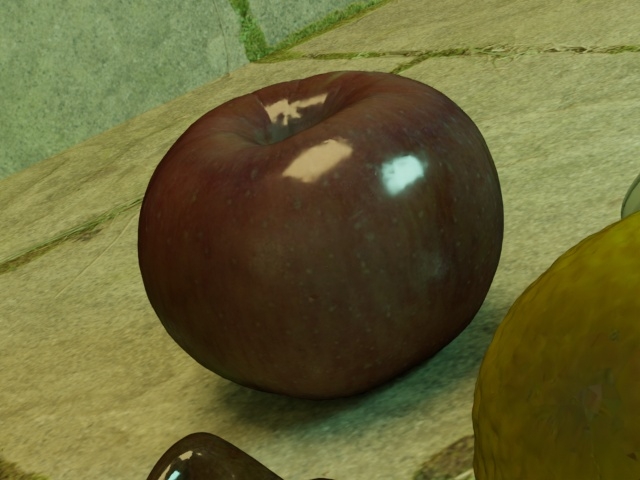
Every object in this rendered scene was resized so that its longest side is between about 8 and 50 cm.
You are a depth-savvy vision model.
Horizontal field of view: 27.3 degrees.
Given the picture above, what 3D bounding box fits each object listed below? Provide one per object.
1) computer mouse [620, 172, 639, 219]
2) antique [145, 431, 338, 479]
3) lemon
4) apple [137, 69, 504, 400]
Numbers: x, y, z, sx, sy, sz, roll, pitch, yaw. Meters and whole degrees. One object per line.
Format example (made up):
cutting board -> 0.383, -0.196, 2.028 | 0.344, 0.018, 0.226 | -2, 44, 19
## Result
computer mouse -> 0.345, -0.077, 0.965 | 0.288, 0.159, 0.097 | -48, 35, 17
antique -> -0.041, 0.205, 0.727 | 0.257, 0.121, 0.143 | 12, 44, 45
lemon -> 0.199, 0.097, 0.586 | 0.267, 0.267, 0.267 | -17, 19, 6
apple -> 0.000, 0.000, 1.069 | 0.305, 0.235, 0.306 | -16, 22, 7
